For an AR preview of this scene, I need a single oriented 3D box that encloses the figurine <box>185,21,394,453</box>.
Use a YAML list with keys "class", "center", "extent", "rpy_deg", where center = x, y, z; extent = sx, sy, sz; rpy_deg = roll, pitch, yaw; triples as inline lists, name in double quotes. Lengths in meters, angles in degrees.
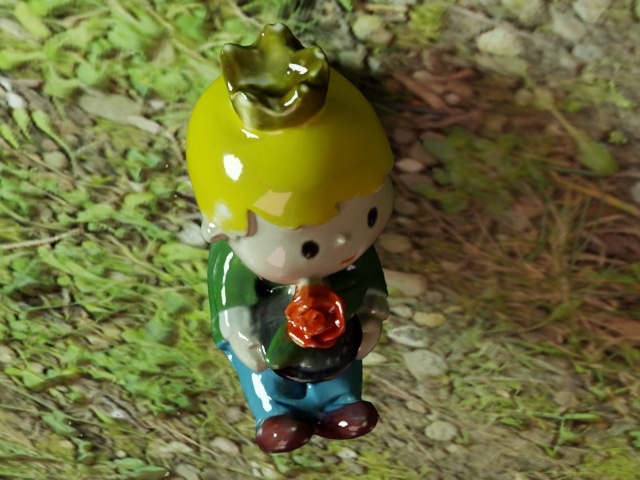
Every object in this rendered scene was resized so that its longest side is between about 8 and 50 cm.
- class: "figurine"
  center: [-0.013, 0.004, 0.985]
  extent: [0.127, 0.185, 0.234]
  rpy_deg: [0, 152, -12]
